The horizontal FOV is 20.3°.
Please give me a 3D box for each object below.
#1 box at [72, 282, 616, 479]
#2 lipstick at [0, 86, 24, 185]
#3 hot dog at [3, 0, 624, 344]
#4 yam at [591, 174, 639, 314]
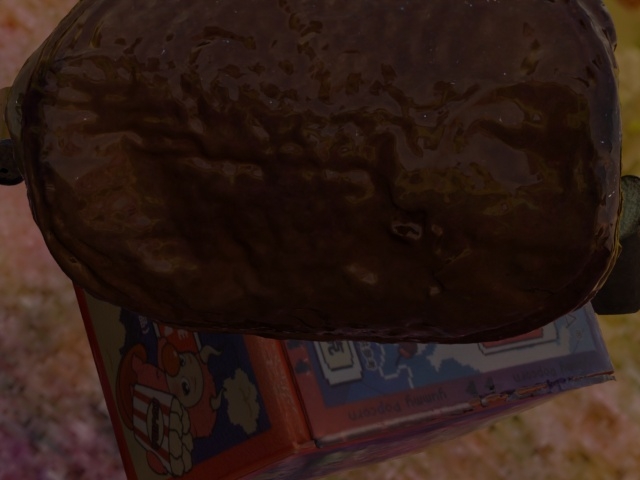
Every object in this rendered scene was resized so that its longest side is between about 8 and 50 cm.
[{"bbox_3d":[0.000,0.000,1.393,0.318,0.257,0.348,-7,75,-37],"label":"box"},{"bbox_3d":[-0.359,-0.124,2.069,0.057,0.057,0.356,33,7,-15],"label":"lipstick"},{"bbox_3d":[0.000,-0.043,0.806,0.272,0.196,0.122,-1,10,12],"label":"hot dog"},{"bbox_3d":[0.247,0.012,1.451,0.070,0.070,0.146,54,-11,39],"label":"yam"}]
